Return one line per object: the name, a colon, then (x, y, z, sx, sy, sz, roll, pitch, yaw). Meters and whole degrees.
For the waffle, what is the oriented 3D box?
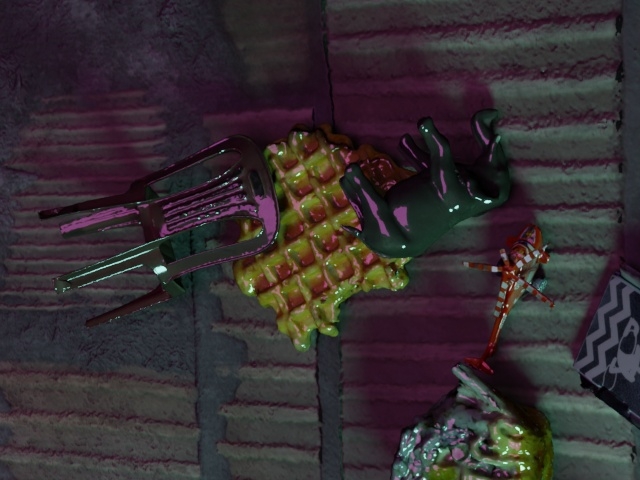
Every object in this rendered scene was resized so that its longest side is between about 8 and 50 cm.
waffle: (0.005, -0.008, 1.812, 0.281, 0.058, 0.301, 42, 113, 22)

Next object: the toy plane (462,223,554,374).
toy plane: (0.245, 0.074, 1.677, 0.126, 0.077, 0.194, 5, 104, 32)

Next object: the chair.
chair: (-0.214, -0.014, 1.881, 0.326, 0.183, 0.176, -16, 76, 0)

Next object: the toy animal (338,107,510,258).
toy animal: (0.139, -0.072, 1.690, 0.245, 0.114, 0.146, -35, 83, 7)

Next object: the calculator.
calculator: (0.404, 0.151, 1.548, 0.274, 0.028, 0.166, 41, 118, 51)

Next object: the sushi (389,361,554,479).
sushi: (0.194, 0.287, 1.681, 0.184, 0.139, 0.274, 17, 99, 24)
